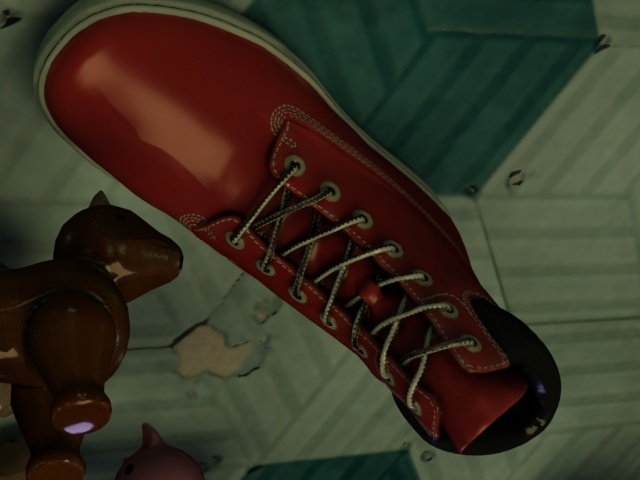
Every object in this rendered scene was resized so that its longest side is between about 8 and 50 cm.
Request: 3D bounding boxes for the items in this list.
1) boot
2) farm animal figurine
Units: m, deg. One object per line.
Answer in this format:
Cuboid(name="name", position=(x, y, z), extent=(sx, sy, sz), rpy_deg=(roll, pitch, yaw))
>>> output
Cuboid(name="boot", position=(0.000, 0.000, 0.544), extent=(0.244, 0.176, 0.088), rpy_deg=(31, 108, -38))
Cuboid(name="farm animal figurine", position=(-0.156, 0.101, 0.560), extent=(0.326, 0.172, 0.330), rpy_deg=(-15, 138, 0))
